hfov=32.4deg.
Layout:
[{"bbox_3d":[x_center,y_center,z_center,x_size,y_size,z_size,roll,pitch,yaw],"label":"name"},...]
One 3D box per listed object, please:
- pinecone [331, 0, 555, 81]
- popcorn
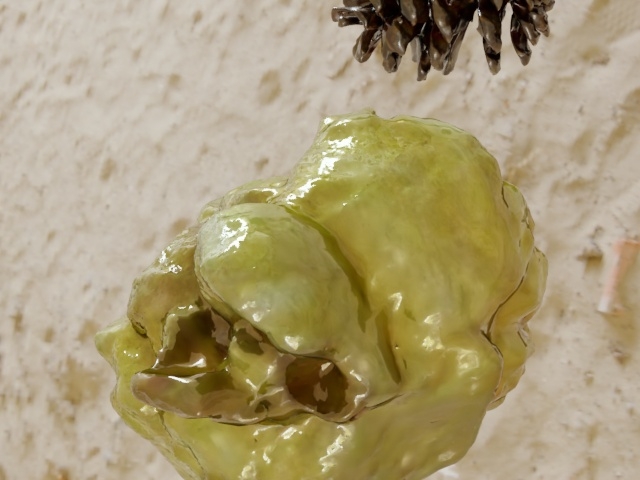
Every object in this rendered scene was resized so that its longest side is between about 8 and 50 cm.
[{"bbox_3d":[0.164,-0.309,1.347,0.309,0.244,0.244,-17,64,14],"label":"pinecone"},{"bbox_3d":[0.010,0.050,0.569,0.233,0.266,0.192,-32,75,21],"label":"popcorn"}]
